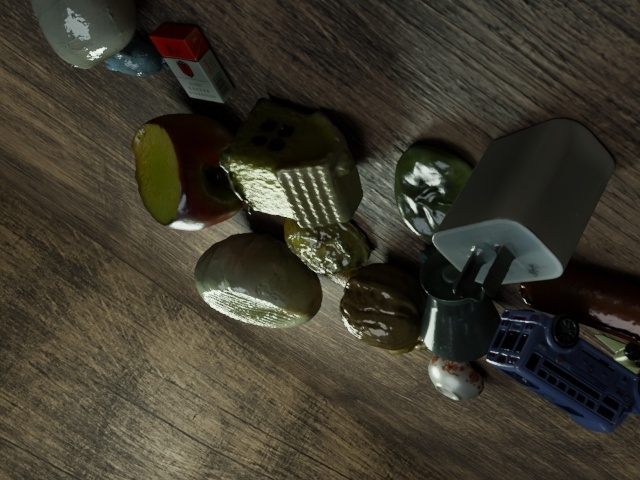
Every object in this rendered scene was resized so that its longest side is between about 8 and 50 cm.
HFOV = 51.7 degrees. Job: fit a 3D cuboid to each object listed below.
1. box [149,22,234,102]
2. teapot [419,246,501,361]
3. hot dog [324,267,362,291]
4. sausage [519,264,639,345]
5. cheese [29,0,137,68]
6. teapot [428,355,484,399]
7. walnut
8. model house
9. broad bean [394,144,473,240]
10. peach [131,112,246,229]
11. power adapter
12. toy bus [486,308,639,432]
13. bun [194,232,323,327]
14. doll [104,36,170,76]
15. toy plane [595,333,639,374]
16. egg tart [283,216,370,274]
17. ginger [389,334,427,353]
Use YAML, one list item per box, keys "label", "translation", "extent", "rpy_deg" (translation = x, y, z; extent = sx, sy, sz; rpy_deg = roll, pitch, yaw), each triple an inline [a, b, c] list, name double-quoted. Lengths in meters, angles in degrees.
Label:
- label: "box"
  translation: [-0.238, -0.330, 1.234]
  extent: [0.100, 0.048, 0.152]
  rpy_deg: [15, 154, 34]
- label: "teapot"
  translation: [0.273, 0.121, 1.357]
  extent: [0.203, 0.171, 0.225]
  rpy_deg: [55, 169, 42]
- label: "hot dog"
  translation: [0.095, 0.100, 1.670]
  extent: [0.285, 0.061, 0.088]
  rpy_deg: [25, 146, 18]
- label: "sausage"
  translation: [0.494, 0.112, 1.088]
  extent: [0.330, 0.102, 0.102]
  rpy_deg: [20, 155, 35]
- label: "cheese"
  translation: [-0.414, -0.406, 1.147]
  extent: [0.189, 0.154, 0.198]
  rpy_deg: [-4, 116, 37]
- label: "teapot"
  translation: [0.376, 0.384, 1.839]
  extent: [0.159, 0.116, 0.245]
  rpy_deg: [15, 160, 15]
- label: "walnut"
  translation: [0.145, 0.149, 1.515]
  extent: [0.213, 0.213, 0.213]
  rpy_deg: [28, 158, 13]
- label: "model house"
  translation: [-0.035, -0.124, 1.213]
  extent: [0.234, 0.175, 0.193]
  rpy_deg: [24, 157, 29]
- label: "broad bean"
  translation: [0.193, -0.091, 1.132]
  extent: [0.153, 0.072, 0.207]
  rpy_deg: [23, 145, 19]
- label: "peach"
  translation: [-0.285, -0.146, 1.429]
  extent: [0.274, 0.249, 0.245]
  rpy_deg: [21, 178, 38]
- label: "power adapter"
  translation: [0.261, -0.027, 0.904]
  extent: [0.124, 0.255, 0.187]
  rpy_deg: [42, 157, -15]
- label: "toy bus"
  translation: [0.433, 0.228, 1.118]
  extent: [0.292, 0.133, 0.125]
  rpy_deg: [32, 169, -14]
- label: "bun"
  translation: [-0.167, 0.102, 1.822]
  extent: [0.365, 0.219, 0.365]
  rpy_deg: [13, 159, 5]
- label: "doll"
  translation: [-0.378, -0.371, 1.327]
  extent: [0.120, 0.075, 0.179]
  rpy_deg: [-3, -163, -35]
- label: "toy plane"
  translation: [0.597, 0.196, 1.136]
  extent: [0.229, 0.092, 0.244]
  rpy_deg: [51, 159, -6]
- label: "egg tart"
  translation: [0.000, 0.000, 1.549]
  extent: [0.231, 0.098, 0.252]
  rpy_deg: [6, 143, 42]
- label: "ginger"
  translation: [0.226, 0.268, 1.813]
  extent: [0.115, 0.081, 0.205]
  rpy_deg: [8, 162, -29]
